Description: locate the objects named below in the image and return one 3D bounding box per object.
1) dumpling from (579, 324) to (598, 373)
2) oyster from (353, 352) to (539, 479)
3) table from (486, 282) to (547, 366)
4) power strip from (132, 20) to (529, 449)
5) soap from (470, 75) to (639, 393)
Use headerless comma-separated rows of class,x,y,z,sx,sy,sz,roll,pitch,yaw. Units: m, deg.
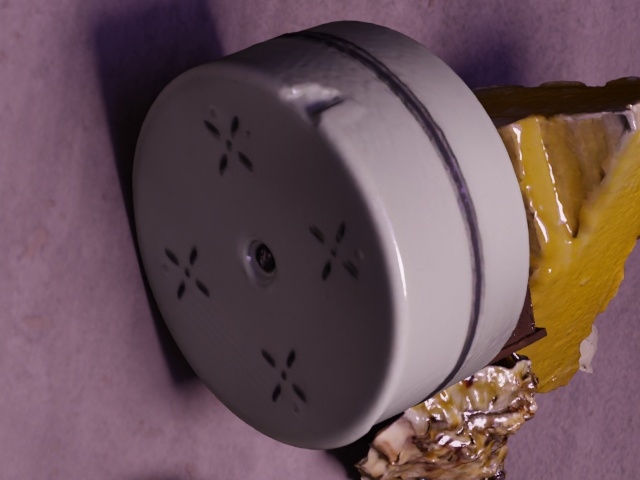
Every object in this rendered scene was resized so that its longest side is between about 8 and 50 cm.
dumpling,0.270,0.104,2.069,0.076,0.057,0.052,24,113,-17
oyster,0.128,0.196,1.845,0.223,0.083,0.214,-14,142,-34
table,0.083,0.020,1.796,0.169,0.172,0.193,-22,106,-41
power strip,0.000,0.000,1.621,0.161,0.357,0.358,-23,107,-39
soap,0.257,0.019,1.872,0.169,0.304,0.339,-26,109,-36
